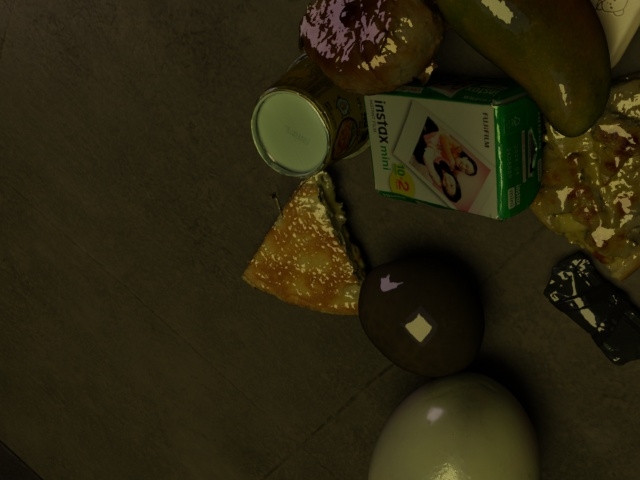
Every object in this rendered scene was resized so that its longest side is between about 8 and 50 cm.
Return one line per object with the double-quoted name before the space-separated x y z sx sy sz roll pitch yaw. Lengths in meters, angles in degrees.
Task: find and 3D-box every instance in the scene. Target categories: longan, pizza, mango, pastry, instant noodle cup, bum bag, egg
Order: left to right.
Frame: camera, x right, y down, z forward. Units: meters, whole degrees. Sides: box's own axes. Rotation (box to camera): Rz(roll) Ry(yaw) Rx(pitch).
"instant noodle cup" -0.015 -0.185 1.063 0.182 0.144 0.182 14 123 23
"pizza" 0.000 0.000 1.212 0.279 0.075 0.288 19 123 15
"pastry" 0.070 -0.299 0.932 0.229 0.100 0.219 -15 71 40
"longan" 0.163 0.117 1.112 0.212 0.198 0.198 41 131 23
"egg" 0.227 0.380 1.163 0.283 0.283 0.345 25 119 16
"mango" 0.243 -0.262 0.818 0.289 0.146 0.129 43 143 -10
"bum bag" 0.422 0.106 1.045 0.197 0.049 0.087 44 105 2
"pizza" 0.379 -0.093 0.931 0.223 0.089 0.323 16 123 18

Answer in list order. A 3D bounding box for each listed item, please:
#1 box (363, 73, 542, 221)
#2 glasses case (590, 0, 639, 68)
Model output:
"box" 0.179 -0.136 0.966 0.250 0.103 0.180 17 125 44
"glasses case" 0.362 -0.300 0.840 0.083 0.050 0.196 29 128 16
